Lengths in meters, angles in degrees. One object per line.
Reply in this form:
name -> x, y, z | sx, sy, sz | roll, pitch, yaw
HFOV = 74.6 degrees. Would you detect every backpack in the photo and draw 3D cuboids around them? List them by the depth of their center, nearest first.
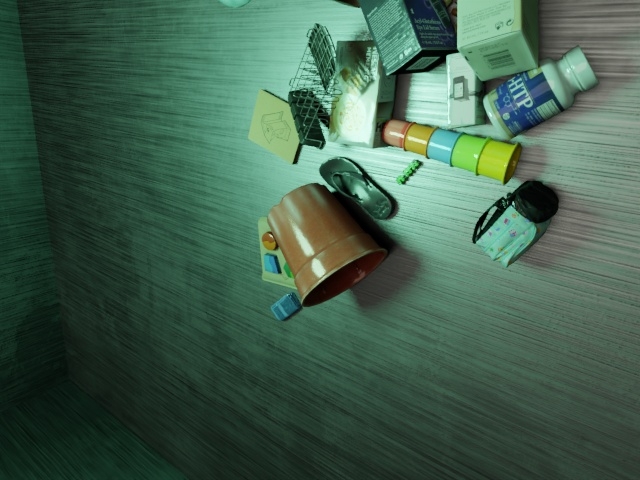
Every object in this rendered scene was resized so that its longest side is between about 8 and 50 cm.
backpack -> 0.422, -0.030, 0.921 | 0.115, 0.152, 0.182 | 51, 138, 24

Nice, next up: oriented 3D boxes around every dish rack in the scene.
dish rack -> -0.009, -0.392, 1.074 | 0.271, 0.074, 0.208 | 123, 137, -52

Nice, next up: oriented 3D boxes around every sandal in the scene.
sandal -> 0.096, -0.153, 1.171 | 0.254, 0.054, 0.097 | 38, 122, 21

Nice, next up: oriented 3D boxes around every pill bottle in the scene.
pill bottle -> 0.440, -0.297, 0.847 | 0.187, 0.112, 0.112 | -29, 86, 37

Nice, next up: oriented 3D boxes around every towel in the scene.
towel -> -0.122, 0.232, 1.456 | 0.119, 0.029, 0.067 | -40, 80, 36

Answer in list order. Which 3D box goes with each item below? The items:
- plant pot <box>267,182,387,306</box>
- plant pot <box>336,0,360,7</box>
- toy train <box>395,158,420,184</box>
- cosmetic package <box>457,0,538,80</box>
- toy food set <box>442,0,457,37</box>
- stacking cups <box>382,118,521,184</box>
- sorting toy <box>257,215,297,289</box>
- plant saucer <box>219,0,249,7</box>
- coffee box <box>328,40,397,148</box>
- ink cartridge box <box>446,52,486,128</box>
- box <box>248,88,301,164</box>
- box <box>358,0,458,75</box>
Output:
plant pot -> 0.000, 0.000, 1.172 | 0.272, 0.272, 0.265 | -46, 67, 35
plant pot -> 0.038, -0.648, 1.044 | 0.096, 0.109, 0.109 | 28, 119, 40
toy train -> 0.227, -0.179, 1.094 | 0.083, 0.017, 0.023 | -50, 62, 34
cosmetic package -> 0.333, -0.485, 0.786 | 0.113, 0.160, 0.309 | -1, 85, 36
toy food set -> 0.299, -0.509, 0.945 | 0.078, 0.019, 0.122 | -5, 100, 37
stacking cups -> 0.291, -0.216, 0.988 | 0.316, 0.096, 0.096 | 22, 115, 29
sorting toy -> -0.086, 0.052, 1.370 | 0.307, 0.041, 0.229 | 11, 109, 33
plant saucer -> -0.268, -0.794, 1.231 | 0.195, 0.037, 0.195 | 11, 119, 20
coffee box -> 0.110, -0.369, 1.071 | 0.141, 0.098, 0.246 | 18, 113, 31
ink cartridge box -> 0.322, -0.326, 0.924 | 0.063, 0.109, 0.150 | 3, 105, 32
box -> -0.133, -0.351, 1.301 | 0.201, 0.021, 0.164 | 34, 121, 23
box -> 0.193, -0.489, 0.931 | 0.108, 0.153, 0.207 | -20, 92, 53
